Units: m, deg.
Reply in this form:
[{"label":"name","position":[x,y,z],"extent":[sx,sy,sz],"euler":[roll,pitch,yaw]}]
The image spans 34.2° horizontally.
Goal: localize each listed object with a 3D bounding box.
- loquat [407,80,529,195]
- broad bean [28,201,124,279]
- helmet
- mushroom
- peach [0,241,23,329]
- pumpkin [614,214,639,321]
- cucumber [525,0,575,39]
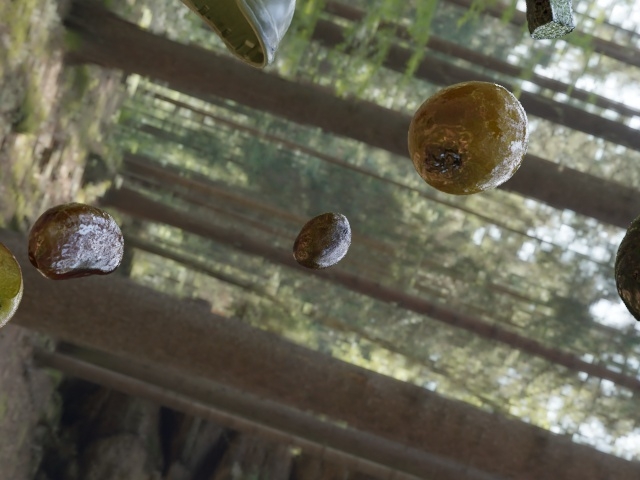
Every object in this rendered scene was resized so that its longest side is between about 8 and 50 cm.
[{"label":"loquat","position":[0.183,-0.127,1.297],"extent":[0.163,0.163,0.137],"euler":[-73,160,-48]},{"label":"broad bean","position":[-0.328,0.002,1.388],"extent":[0.165,0.084,0.114],"euler":[-1,114,-67]},{"label":"helmet","position":[-0.120,-0.378,1.456],"extent":[0.137,0.257,0.204],"euler":[-46,-179,-13]},{"label":"mushroom","position":[0.000,0.000,1.911],"extent":[0.087,0.127,0.127],"euler":[52,-42,33]},{"label":"peach","position":[-0.474,0.067,1.407],"extent":[0.118,0.151,0.151],"euler":[153,-44,-75]},{"label":"pumpkin","position":[0.705,0.037,1.994],"extent":[0.300,0.207,0.300],"euler":[-25,-146,19]},{"label":"cucumber","position":[0.344,-0.425,1.638],"extent":[0.062,0.078,0.211],"euler":[-18,-105,43]}]
